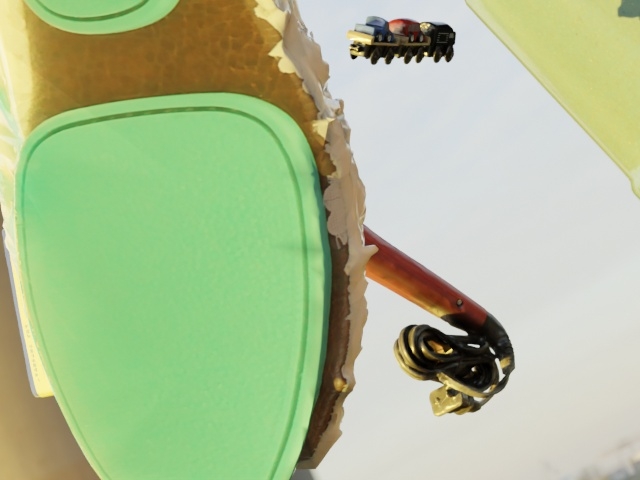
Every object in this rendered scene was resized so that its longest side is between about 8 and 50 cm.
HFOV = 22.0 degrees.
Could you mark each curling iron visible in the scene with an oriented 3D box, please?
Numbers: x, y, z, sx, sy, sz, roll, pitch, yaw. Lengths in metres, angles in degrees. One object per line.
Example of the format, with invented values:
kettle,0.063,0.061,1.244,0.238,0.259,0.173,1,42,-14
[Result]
curling iron,0.000,0.000,0.822,0.035,0.274,0.068,-36,25,34

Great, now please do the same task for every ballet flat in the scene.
ballet flat,-0.050,-0.086,0.599,0.147,0.409,0.147,-6,29,4

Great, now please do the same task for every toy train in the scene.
toy train,0.068,-0.161,1.316,0.027,0.036,0.158,19,16,28

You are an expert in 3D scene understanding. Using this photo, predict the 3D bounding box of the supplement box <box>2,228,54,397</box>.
supplement box,-0.180,0.042,1.677,0.195,0.194,0.356,-10,-4,-23

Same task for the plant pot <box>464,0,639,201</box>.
plant pot,0.341,-0.216,1.588,0.341,0.334,0.341,-47,-7,-7
